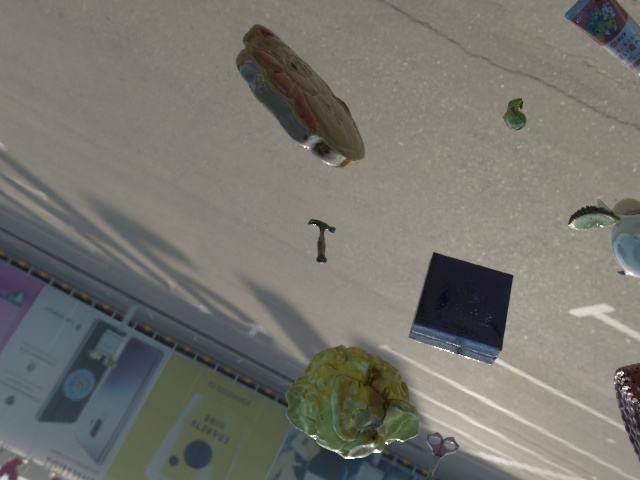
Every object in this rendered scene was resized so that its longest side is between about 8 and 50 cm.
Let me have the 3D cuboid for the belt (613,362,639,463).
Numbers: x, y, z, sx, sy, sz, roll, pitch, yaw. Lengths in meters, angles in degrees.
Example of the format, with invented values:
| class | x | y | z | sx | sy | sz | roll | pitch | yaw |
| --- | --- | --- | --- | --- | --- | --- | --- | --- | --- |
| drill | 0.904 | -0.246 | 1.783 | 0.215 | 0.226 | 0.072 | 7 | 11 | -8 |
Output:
| class | x | y | z | sx | sy | sz | roll | pitch | yaw |
| --- | --- | --- | --- | --- | --- | --- | --- | --- | --- |
| belt | 0.350 | 0.186 | 0.509 | 0.124 | 0.201 | 0.128 | -15 | 133 | 9 |

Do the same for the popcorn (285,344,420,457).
| class | x | y | z | sx | sy | sz | roll | pitch | yaw |
| --- | --- | --- | --- | --- | --- | --- | --- | --- | --- |
| popcorn | 0.058 | 0.296 | 1.097 | 0.235 | 0.181 | 0.217 | 15 | -169 | -39 |

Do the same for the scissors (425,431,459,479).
| class | x | y | z | sx | sy | sz | roll | pitch | yaw |
| --- | --- | --- | --- | --- | --- | --- | --- | --- | --- |
| scissors | 0.376 | 0.703 | 1.943 | 0.110 | 0.212 | 0.021 | 13 | 121 | 22 |

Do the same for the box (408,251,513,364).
| class | x | y | z | sx | sy | sz | roll | pitch | yaw |
| --- | --- | --- | --- | --- | --- | --- | --- | --- | --- |
| box | 0.432 | 0.202 | 1.834 | 0.261 | 0.279 | 0.116 | 17 | 145 | 8 |

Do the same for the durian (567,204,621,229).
| class | x | y | z | sx | sy | sz | roll | pitch | yaw |
| --- | --- | --- | --- | --- | --- | --- | --- | --- | --- |
| durian | 0.710 | -0.059 | 1.569 | 0.130 | 0.066 | 0.052 | -9 | -172 | 36 |

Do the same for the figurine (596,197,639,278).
| class | x | y | z | sx | sy | sz | roll | pitch | yaw |
| --- | --- | --- | --- | --- | --- | --- | --- | --- | --- |
| figurine | 0.953 | -0.052 | 1.837 | 0.274 | 0.226 | 0.394 | 39 | -151 | 1 |

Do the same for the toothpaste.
| class | x | y | z | sx | sy | sz | roll | pitch | yaw |
| --- | --- | --- | --- | --- | --- | --- | --- | --- | --- |
| toothpaste | 0.591 | -0.394 | 1.171 | 0.234 | 0.057 | 0.089 | 49 | 136 | 8 |

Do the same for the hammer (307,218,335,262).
| class | x | y | z | sx | sy | sz | roll | pitch | yaw |
| --- | --- | --- | --- | --- | --- | --- | --- | --- | --- |
| hammer | 0.000 | 0.000 | 1.548 | 0.078 | 0.021 | 0.201 | 25 | -154 | -11 |

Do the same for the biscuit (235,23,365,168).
| class | x | y | z | sx | sy | sz | roll | pitch | yaw |
| --- | --- | --- | --- | --- | --- | --- | --- | --- | --- |
| biscuit | -0.041 | -0.319 | 1.314 | 0.381 | 0.074 | 0.359 | 57 | -158 | 4 |

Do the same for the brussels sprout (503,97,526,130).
| class | x | y | z | sx | sy | sz | roll | pitch | yaw |
| --- | --- | --- | --- | --- | --- | --- | --- | --- | --- |
| brussels sprout | 0.458 | -0.300 | 1.417 | 0.051 | 0.083 | 0.046 | 14 | 145 | -13 |
